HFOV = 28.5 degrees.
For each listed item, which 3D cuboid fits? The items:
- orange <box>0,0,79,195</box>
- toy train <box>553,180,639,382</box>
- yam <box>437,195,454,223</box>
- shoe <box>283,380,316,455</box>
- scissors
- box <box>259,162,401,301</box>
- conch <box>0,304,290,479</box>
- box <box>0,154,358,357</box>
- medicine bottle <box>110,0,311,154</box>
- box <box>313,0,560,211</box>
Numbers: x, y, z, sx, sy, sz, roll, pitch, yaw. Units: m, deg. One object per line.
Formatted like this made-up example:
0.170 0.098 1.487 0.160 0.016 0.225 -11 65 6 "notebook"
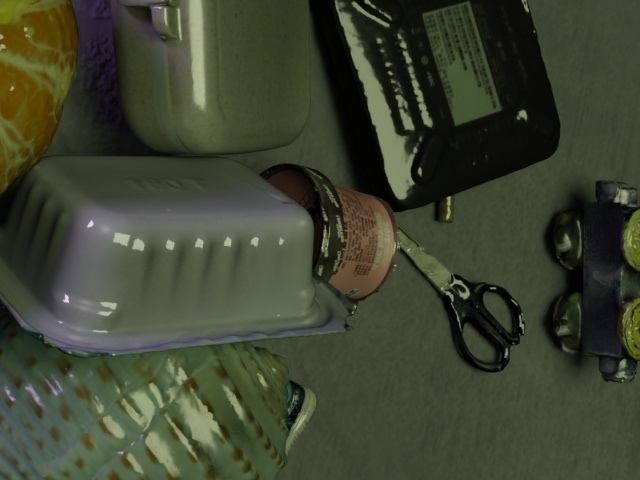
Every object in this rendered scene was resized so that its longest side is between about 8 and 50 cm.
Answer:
-0.363 -0.163 1.037 0.329 0.249 0.329 -6 103 -30 "orange"
0.401 0.052 1.655 0.177 0.134 0.261 -1 93 -44 "toy train"
0.155 -0.079 1.542 0.021 0.021 0.116 5 87 -35 "yam"
-0.065 0.202 1.368 0.071 0.064 0.143 51 61 -26 "shoe"
0.150 0.046 1.541 0.300 0.022 0.109 45 63 -27 "scissors"
0.000 0.000 1.363 0.135 0.151 0.151 8 86 -44 "box"
-0.181 0.164 1.202 0.319 0.215 0.303 -28 96 -33 "conch"
-0.143 -0.007 1.165 0.337 0.264 0.106 -2 116 -39 "box"
-0.105 -0.273 1.246 0.282 0.123 0.375 -14 105 -65 "medicine bottle"
0.144 -0.202 1.491 0.289 0.073 0.290 -19 95 -33 "box"
